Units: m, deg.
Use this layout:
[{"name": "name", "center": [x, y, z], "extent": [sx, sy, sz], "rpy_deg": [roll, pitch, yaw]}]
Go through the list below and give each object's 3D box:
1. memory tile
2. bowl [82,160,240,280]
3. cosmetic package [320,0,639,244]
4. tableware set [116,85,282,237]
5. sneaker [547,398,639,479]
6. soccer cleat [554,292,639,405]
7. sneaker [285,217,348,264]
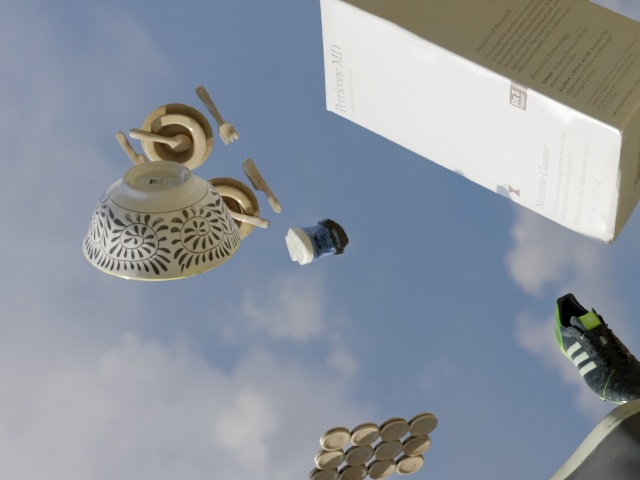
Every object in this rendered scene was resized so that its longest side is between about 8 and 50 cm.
[{"name": "memory tile", "center": [0.062, 0.249, 2.018], "extent": [0.113, 0.148, 0.012], "rpy_deg": [102, 154, -43]}, {"name": "bowl", "center": [-0.170, -0.033, 1.798], "extent": [0.170, 0.170, 0.080], "rpy_deg": [-59, -28, -56]}, {"name": "cosmetic package", "center": [0.197, -0.183, 1.913], "extent": [0.156, 0.385, 0.217], "rpy_deg": [-52, -25, -28]}, {"name": "tableware set", "center": [-0.145, -0.075, 2.040], "extent": [0.194, 0.128, 0.039], "rpy_deg": [57, -165, -18]}, {"name": "sneaker", "center": [0.277, 0.267, 1.627], "extent": [0.083, 0.222, 0.118], "rpy_deg": [-4, -133, -31]}, {"name": "soccer cleat", "center": [0.304, 0.120, 1.857], "extent": [0.179, 0.060, 0.072], "rpy_deg": [-132, 24, -57]}, {"name": "sneaker", "center": [0.000, -0.001, 2.473], "extent": [0.152, 0.085, 0.058], "rpy_deg": [149, 103, -83]}]
